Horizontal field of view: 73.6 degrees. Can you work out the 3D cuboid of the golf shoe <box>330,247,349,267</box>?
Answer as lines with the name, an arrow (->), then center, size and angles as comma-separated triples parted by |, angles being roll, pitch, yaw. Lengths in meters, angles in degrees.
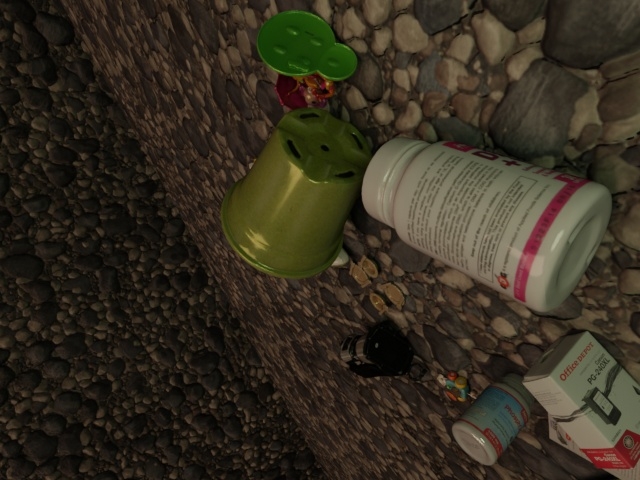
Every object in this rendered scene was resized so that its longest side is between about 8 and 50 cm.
golf shoe -> 0.000, 0.000, 1.077 | 0.186, 0.067, 0.086 | 37, 147, 35

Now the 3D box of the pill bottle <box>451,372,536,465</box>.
pill bottle -> 0.321, 0.318, 0.777 | 0.087, 0.160, 0.087 | 41, 151, 29

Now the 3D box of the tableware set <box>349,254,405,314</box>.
tableware set -> 0.130, 0.107, 1.029 | 0.169, 0.020, 0.141 | 51, 154, 11

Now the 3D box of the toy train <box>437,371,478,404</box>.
toy train -> 0.328, 0.379, 0.971 | 0.166, 0.046, 0.125 | 49, 153, 14

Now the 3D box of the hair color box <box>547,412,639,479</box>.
hair color box -> 0.452, 0.313, 0.670 | 0.167, 0.053, 0.093 | 20, 138, 50

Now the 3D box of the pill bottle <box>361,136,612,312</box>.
pill bottle -> 0.200, -0.040, 0.572 | 0.283, 0.160, 0.160 | 31, 145, 41

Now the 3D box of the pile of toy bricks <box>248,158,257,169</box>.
pile of toy bricks -> -0.094, -0.113, 1.098 | 0.105, 0.118, 0.212 | -8, 99, 32

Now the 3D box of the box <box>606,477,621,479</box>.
box -> 0.502, 0.465, 0.718 | 0.178, 0.042, 0.109 | 97, 164, -54

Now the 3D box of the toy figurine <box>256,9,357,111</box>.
toy figurine -> -0.023, -0.291, 0.768 | 0.173, 0.130, 0.159 | 26, 163, 6

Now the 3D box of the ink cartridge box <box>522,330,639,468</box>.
ink cartridge box -> 0.387, 0.223, 0.611 | 0.150, 0.109, 0.063 | 50, 155, 12

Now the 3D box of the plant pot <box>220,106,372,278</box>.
plant pot -> -0.034, -0.104, 0.833 | 0.276, 0.276, 0.254 | 50, 142, 13

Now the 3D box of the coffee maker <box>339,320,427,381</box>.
coffee maker -> 0.151, 0.309, 1.113 | 0.171, 0.120, 0.178 | 53, 155, 4
